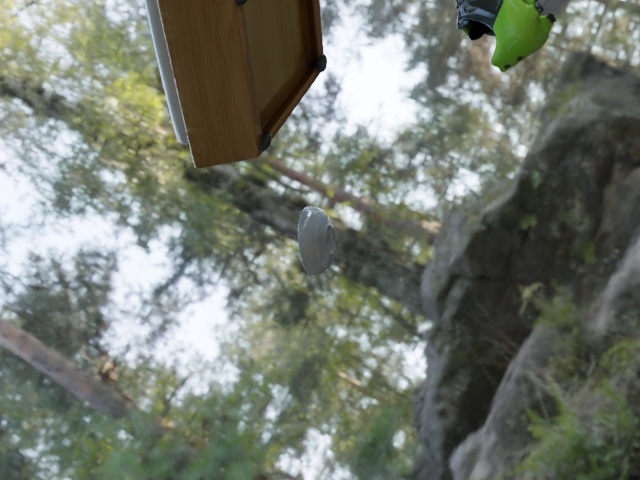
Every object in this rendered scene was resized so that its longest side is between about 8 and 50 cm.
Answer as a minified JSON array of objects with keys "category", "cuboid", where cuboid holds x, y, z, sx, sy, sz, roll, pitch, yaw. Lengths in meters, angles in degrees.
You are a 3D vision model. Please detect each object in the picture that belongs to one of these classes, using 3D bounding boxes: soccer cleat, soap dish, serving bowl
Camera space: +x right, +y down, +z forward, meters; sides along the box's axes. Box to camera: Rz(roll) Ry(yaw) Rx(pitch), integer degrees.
[{"category":"soccer cleat","cuboid":[0.146,-0.231,0.941,0.072,0.179,0.060,-41,-37,24]},{"category":"soap dish","cuboid":[-0.088,-0.253,1.192,0.229,0.118,0.291,-57,-25,-35]},{"category":"serving bowl","cuboid":[0.000,0.000,1.232,0.083,0.027,0.083,-4,-90,-71]}]

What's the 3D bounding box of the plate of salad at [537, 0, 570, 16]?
[{"category":"plate of salad","cuboid":[0.307,-0.343,1.366,0.200,0.048,0.200,-43,-12,-12]}]
